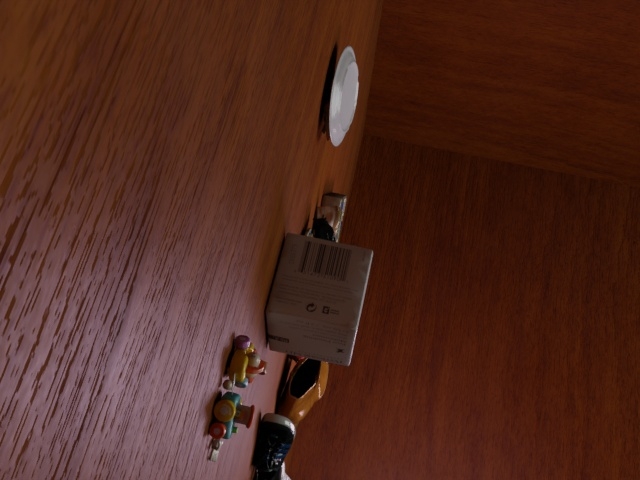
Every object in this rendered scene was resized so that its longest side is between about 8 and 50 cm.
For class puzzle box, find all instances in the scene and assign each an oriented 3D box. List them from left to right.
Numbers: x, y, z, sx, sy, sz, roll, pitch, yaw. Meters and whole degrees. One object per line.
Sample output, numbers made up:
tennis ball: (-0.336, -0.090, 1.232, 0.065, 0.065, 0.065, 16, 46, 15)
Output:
puzzle box: (0.020, -0.001, 2.106, 0.409, 0.052, 0.271, -51, 153, -83)

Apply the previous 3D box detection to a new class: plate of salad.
plate of salad: (0.036, -0.289, 1.453, 0.200, 0.048, 0.199, 10, 90, -76)

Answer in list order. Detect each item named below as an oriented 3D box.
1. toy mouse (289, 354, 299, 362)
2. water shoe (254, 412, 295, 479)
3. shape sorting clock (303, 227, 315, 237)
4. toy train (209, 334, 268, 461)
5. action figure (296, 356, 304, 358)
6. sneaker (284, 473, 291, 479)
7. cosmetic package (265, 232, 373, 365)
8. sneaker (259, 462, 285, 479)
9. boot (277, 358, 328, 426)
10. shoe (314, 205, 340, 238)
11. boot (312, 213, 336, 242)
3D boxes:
toy mouse: (-0.056, 0.270, 1.890, 0.161, 0.031, 0.143, -66, 180, -49)
water shoe: (-0.096, 0.427, 1.466, 0.203, 0.073, 0.080, 97, 8, -46)
shape sorting clock: (-0.035, 0.076, 1.554, 0.206, 0.040, 0.206, 11, 90, -87)
toy train: (-0.095, 0.191, 0.906, 0.125, 0.046, 0.166, 97, 5, -49)
action figure: (-0.018, 0.171, 1.696, 0.139, 0.092, 0.280, 84, 16, -49)
sneaker: (-0.103, 0.637, 1.870, 0.235, 0.095, 0.090, 94, 10, -56)
cosmetic package: (-0.003, 0.105, 1.244, 0.183, 0.151, 0.151, 93, 10, -61)
sneaker: (-0.111, 0.561, 1.554, 0.094, 0.080, 0.212, 119, -23, -60)
boot: (-0.026, 0.349, 1.883, 0.295, 0.104, 0.211, -60, 173, -46)
shoe: (0.000, 0.000, 1.823, 0.076, 0.058, 0.219, -106, -157, -50)
boot: (0.011, 0.008, 1.601, 0.099, 0.045, 0.121, -129, -149, -75)
